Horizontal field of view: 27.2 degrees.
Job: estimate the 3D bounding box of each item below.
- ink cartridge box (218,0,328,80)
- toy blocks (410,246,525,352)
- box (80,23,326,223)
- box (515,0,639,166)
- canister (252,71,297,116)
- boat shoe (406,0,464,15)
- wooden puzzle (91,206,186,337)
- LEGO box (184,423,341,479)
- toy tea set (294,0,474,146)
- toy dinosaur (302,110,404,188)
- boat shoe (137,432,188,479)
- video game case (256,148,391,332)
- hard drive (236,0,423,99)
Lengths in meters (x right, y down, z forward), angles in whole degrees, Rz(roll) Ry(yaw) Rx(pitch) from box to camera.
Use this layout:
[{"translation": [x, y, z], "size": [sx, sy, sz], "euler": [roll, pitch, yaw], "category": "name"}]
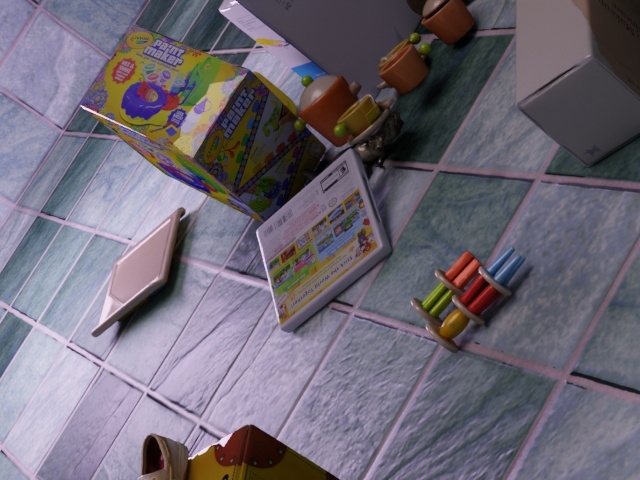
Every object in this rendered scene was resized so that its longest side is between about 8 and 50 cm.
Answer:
[{"translation": [-0.030, -0.438, 2.447], "size": [0.168, 0.233, 0.171], "euler": [-7, 53, 57], "category": "ink cartridge box"}, {"translation": [0.190, 0.056, 1.676], "size": [0.148, 0.054, 0.123], "euler": [-49, 27, 12], "category": "toy blocks"}, {"translation": [-0.197, -0.196, 2.267], "size": [0.290, 0.279, 0.177], "euler": [26, 80, 37], "category": "box"}, {"translation": [0.340, -0.261, 1.708], "size": [0.121, 0.148, 0.311], "euler": [-34, 33, 35], "category": "box"}, {"translation": [-0.142, -0.225, 2.504], "size": [0.170, 0.126, 0.073], "euler": [-41, 28, 23], "category": "canister"}, {"translation": [0.242, -0.452, 2.193], "size": [0.223, 0.080, 0.073], "euler": [-33, 9, 32], "category": "boat shoe"}, {"translation": [-0.352, 0.066, 2.607], "size": [0.221, 0.044, 0.238], "euler": [-37, 26, 33], "category": "wooden puzzle"}, {"translation": [-0.170, 0.521, 1.556], "size": [0.372, 0.193, 0.500], "euler": [-34, 32, 36], "category": "LEGO box"}, {"translation": [0.093, -0.288, 2.120], "size": [0.336, 0.124, 0.200], "euler": [-47, 12, -20], "category": "toy tea set"}, {"translation": [0.041, -0.117, 2.139], "size": [0.268, 0.064, 0.118], "euler": [-27, 26, 46], "category": "toy dinosaur"}, {"translation": [-0.196, 0.299, 1.582], "size": [0.063, 0.059, 0.170], "euler": [-43, 27, 21], "category": "boat shoe"}, {"translation": [0.000, 0.000, 2.039], "size": [0.227, 0.026, 0.206], "euler": [-40, 46, 27], "category": "video game case"}, {"translation": [0.016, -0.410, 2.234], "size": [0.210, 0.319, 0.040], "euler": [-60, 26, -11], "category": "hard drive"}]
